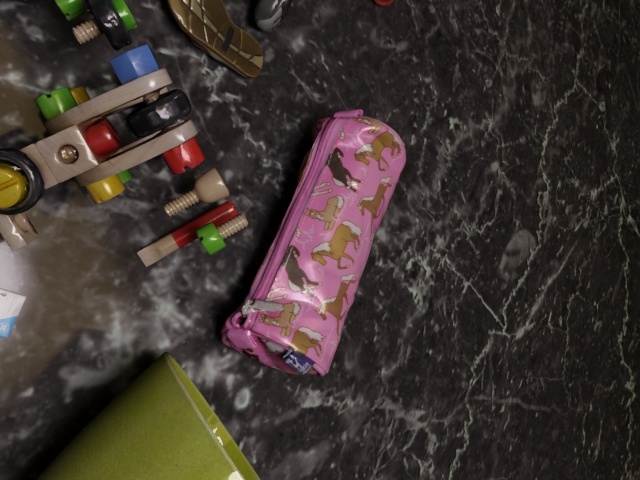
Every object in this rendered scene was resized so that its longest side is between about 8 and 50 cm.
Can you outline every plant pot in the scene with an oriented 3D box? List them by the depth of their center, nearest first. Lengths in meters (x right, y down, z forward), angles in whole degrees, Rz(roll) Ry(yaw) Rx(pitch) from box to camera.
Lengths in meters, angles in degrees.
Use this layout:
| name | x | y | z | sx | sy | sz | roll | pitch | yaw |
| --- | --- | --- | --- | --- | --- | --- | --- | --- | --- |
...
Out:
| name | x | y | z | sx | sy | sz | roll | pitch | yaw |
| --- | --- | --- | --- | --- | --- | --- | --- | --- | --- |
| plant pot | -0.211 | 0.318 | 0.566 | 0.293 | 0.275 | 0.275 | -35 | 111 | -16 |

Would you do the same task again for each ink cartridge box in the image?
| name | x | y | z | sx | sy | sz | roll | pitch | yaw |
| --- | --- | --- | --- | --- | --- | --- | --- | --- | --- |
| ink cartridge box | -0.366 | 0.067 | 0.567 | 0.083 | 0.028 | 0.048 | 28 | 72 | -35 |

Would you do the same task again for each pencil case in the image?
| name | x | y | z | sx | sy | sz | roll | pitch | yaw |
| --- | --- | --- | --- | --- | --- | --- | --- | --- | --- |
| pencil case | 0.000 | 0.000 | 0.788 | 0.160 | 0.167 | 0.386 | 24 | 71 | -2 |

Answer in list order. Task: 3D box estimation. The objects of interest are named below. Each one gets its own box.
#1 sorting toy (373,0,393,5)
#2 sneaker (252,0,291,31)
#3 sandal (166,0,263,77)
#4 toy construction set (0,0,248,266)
| name | x | y | z | sx | sy | sz | roll | pitch | yaw |
| --- | --- | --- | --- | --- | --- | --- | --- | --- | --- |
| sorting toy | 0.102 | -0.462 | 0.941 | 0.102 | 0.061 | 0.042 | 70 | 10 | -58 |
| sneaker | -0.069 | -0.437 | 0.796 | 0.106 | 0.101 | 0.267 | 17 | 78 | -15 |
| sandal | -0.150 | -0.290 | 0.744 | 0.180 | 0.049 | 0.072 | 35 | 73 | -49 |
| toy construction set | -0.243 | -0.070 | 0.587 | 0.237 | 0.257 | 0.309 | -31 | 135 | -9 |
